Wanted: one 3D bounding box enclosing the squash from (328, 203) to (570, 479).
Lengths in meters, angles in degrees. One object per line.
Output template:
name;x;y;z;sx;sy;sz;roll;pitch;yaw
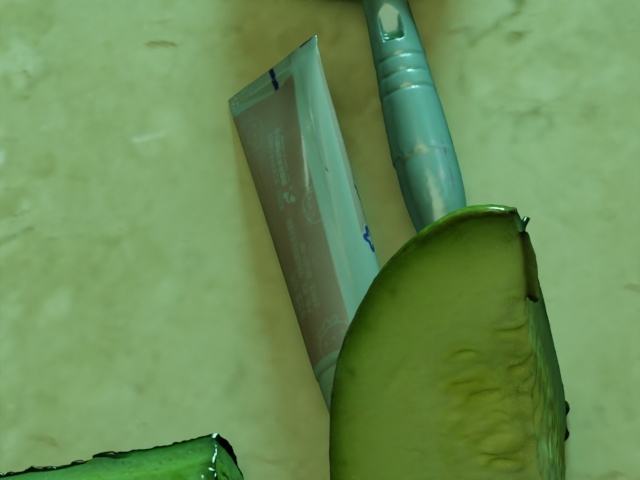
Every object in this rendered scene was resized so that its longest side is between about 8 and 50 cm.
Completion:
squash;0.050;0.103;0.796;0.093;0.252;0.169;-2;69;10

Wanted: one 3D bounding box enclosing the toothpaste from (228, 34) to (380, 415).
toothpaste;0.000;0.000;0.958;0.067;0.043;0.194;-34;61;37

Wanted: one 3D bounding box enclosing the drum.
drum;0.014;-0.118;0.997;0.130;0.049;0.253;0;69;9

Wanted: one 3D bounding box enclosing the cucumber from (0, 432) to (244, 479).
cucumber;-0.138;0.149;0.918;0.211;0.062;0.078;-13;34;10
